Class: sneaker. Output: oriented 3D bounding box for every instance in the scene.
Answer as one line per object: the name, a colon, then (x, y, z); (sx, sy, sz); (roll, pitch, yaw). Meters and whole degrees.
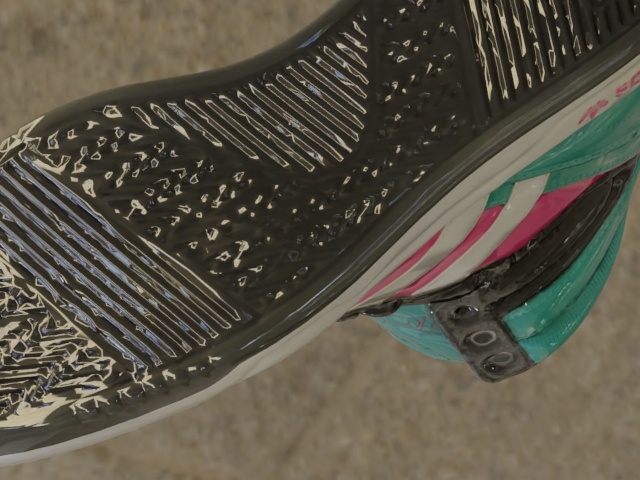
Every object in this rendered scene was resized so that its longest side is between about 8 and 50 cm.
sneaker: (0.000, 0.000, 0.629); (0.295, 0.124, 0.178); (-31, 153, -10)
